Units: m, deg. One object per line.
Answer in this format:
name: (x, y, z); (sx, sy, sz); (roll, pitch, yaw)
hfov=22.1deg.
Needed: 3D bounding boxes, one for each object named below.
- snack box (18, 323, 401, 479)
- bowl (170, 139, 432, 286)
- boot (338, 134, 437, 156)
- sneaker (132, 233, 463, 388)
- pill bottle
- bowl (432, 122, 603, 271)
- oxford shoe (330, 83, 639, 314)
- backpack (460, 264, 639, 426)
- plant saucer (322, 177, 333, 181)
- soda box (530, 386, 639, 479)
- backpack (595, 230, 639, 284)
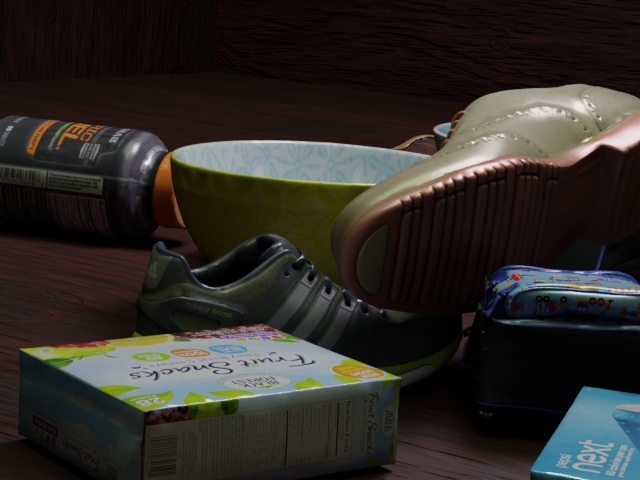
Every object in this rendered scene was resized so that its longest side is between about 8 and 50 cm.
snack box: (-0.077, 0.114, 1.129); (0.207, 0.070, 0.174); (-5, 13, -36)
bowl: (0.000, 0.000, 1.542); (0.290, 0.156, 0.289); (4, 11, -1)
boot: (0.141, -0.077, 2.302); (0.248, 0.090, 0.207); (1, 23, -22)
sneaker: (-0.013, 0.057, 1.321); (0.300, 0.121, 0.111); (-2, 12, -29)
pill bottle: (-0.261, -0.070, 1.904); (0.246, 0.130, 0.130); (8, 11, 18)
bowl: (0.276, -0.036, 1.820); (0.312, 0.163, 0.311); (3, 10, -1)
oxford shoe: (0.144, -0.045, 1.397); (0.397, 0.140, 0.146); (-16, 40, -39)
backpack: (0.189, 0.080, 1.296); (0.158, 0.116, 0.173); (4, 8, -1)
plant saucer: (0.008, -0.043, 1.810); (0.278, 0.041, 0.278); (5, -14, 1)
soda box: (0.181, 0.151, 1.029); (0.071, 0.067, 0.210); (7, 11, 17)
backpack: (0.419, -0.004, 1.525); (0.213, 0.276, 0.263); (12, 6, -40)
